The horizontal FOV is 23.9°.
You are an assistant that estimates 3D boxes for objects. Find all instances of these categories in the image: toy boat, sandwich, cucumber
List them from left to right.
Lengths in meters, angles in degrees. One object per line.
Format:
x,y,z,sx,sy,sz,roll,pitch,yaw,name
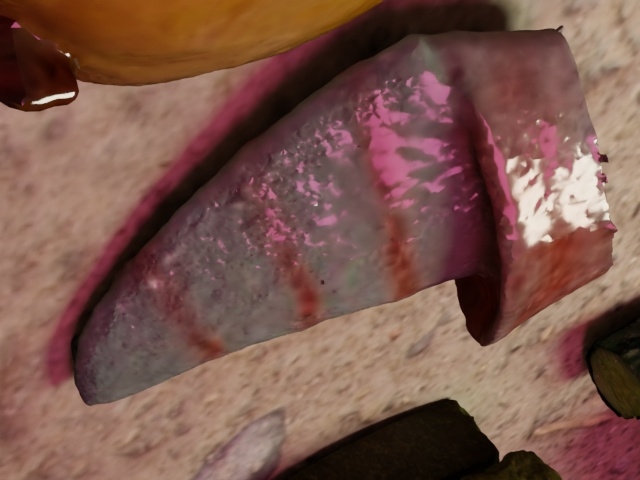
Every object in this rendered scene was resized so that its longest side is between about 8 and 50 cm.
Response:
0.000,0.000,0.737,0.282,0.096,0.206,-19,139,1,toy boat
0.026,0.217,0.990,0.292,0.109,0.212,-38,152,10,sandwich
0.284,0.046,1.034,0.211,0.062,0.078,-30,180,-16,cucumber

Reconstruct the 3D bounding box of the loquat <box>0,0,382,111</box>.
-0.041,-0.153,0.400,0.238,0.193,0.238,-46,160,-22,loquat
